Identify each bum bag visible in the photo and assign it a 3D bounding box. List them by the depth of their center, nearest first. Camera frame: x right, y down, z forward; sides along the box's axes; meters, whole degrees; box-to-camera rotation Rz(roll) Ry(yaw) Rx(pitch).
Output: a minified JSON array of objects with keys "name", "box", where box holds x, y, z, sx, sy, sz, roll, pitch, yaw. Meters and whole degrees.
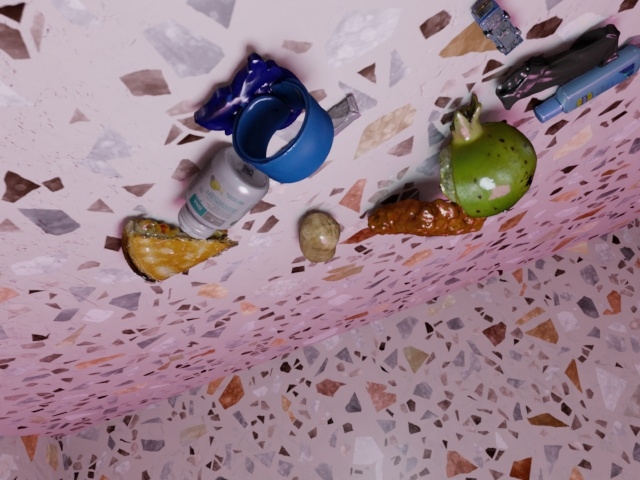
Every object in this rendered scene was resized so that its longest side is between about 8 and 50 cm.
[{"name":"bum bag","box":[0.569,-0.417,0.964,0.326,0.079,0.142,-24,161,-2]}]

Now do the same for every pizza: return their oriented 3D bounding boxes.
[{"name":"pizza","box":[-0.388,0.004,1.048,0.288,0.074,0.251,-24,154,3]}]

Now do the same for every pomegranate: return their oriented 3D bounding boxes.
[{"name":"pomegranate","box":[0.428,-0.215,1.064,0.260,0.260,0.340,-27,126,11]}]

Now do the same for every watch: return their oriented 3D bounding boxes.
[{"name":"watch","box":[-0.086,-0.206,0.736,0.196,0.200,0.171,-39,152,24]}]

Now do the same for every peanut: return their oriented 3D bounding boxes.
[{"name":"peanut","box":[0.000,0.000,1.276,0.137,0.122,0.253,-23,157,-15]}]

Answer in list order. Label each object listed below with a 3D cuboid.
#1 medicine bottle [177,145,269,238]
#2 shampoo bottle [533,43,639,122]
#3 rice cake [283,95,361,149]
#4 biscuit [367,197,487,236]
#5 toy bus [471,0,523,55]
[{"name":"medicine bottle","box":[-0.227,-0.097,0.905,0.215,0.135,0.135,-38,149,29]},{"name":"shampoo bottle","box":[0.714,-0.412,1.091,0.258,0.061,0.104,-31,153,20]},{"name":"rice cake","box":[-0.019,-0.223,0.914,0.270,0.055,0.049,-36,155,23]},{"name":"biscuit","box":[0.331,-0.069,1.301,0.312,0.110,0.318,1,179,-34]},{"name":"toy bus","box":[0.353,-0.423,0.801,0.153,0.061,0.051,7,141,-46]}]
